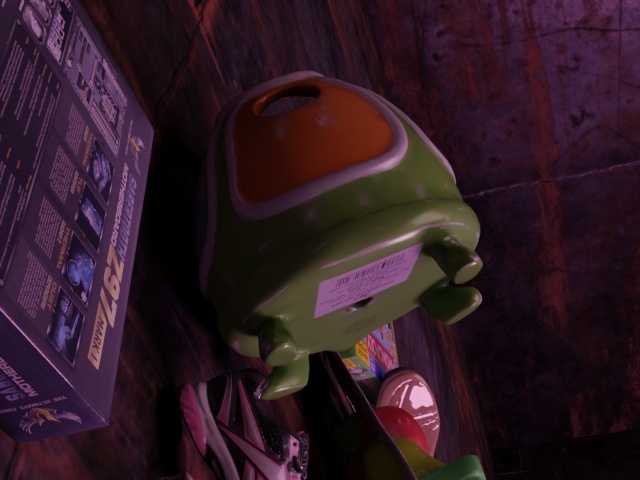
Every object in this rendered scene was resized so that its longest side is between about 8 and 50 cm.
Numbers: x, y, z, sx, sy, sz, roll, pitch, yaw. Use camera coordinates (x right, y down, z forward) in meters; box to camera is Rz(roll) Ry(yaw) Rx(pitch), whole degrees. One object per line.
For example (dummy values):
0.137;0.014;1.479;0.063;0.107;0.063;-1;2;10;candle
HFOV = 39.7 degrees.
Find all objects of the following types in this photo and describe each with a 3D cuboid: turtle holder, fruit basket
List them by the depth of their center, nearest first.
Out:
0.013;-0.010;0.798;0.227;0.243;0.320;65;17;19;turtle holder
0.090;0.307;1.057;0.353;0.165;0.327;47;-17;45;fruit basket

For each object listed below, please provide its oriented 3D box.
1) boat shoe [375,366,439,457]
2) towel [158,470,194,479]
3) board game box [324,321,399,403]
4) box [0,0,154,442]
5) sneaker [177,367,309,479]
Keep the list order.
0.124;0.301;1.327;0.092;0.103;0.285;-127;-160;-59;boat shoe
-0.074;0.351;0.538;0.312;0.056;0.324;-82;159;-49;towel
0.059;0.113;1.324;0.317;0.046;0.213;52;28;-64;board game box
-0.159;-0.042;0.462;0.183;0.059;0.232;65;18;-46;box
-0.037;0.171;0.637;0.178;0.077;0.072;64;-11;10;sneaker
